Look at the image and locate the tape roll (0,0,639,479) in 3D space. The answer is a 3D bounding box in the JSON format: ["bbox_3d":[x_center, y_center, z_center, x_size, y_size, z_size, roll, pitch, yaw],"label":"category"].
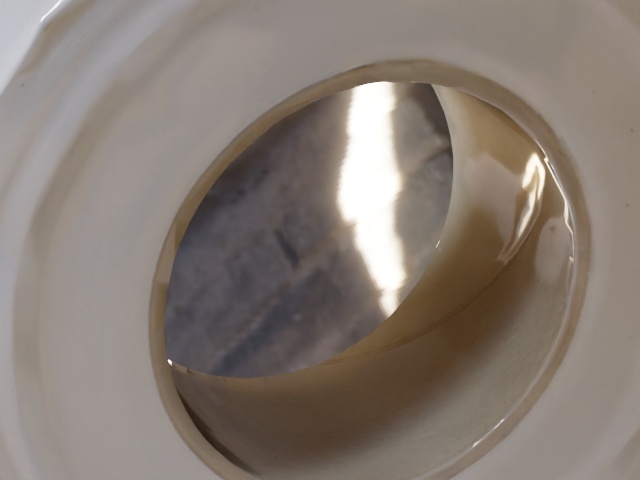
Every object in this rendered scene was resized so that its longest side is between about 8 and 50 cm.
[{"bbox_3d":[0.000,0.000,0.584,0.286,0.100,0.286,-8,114,-20],"label":"tape roll"}]
